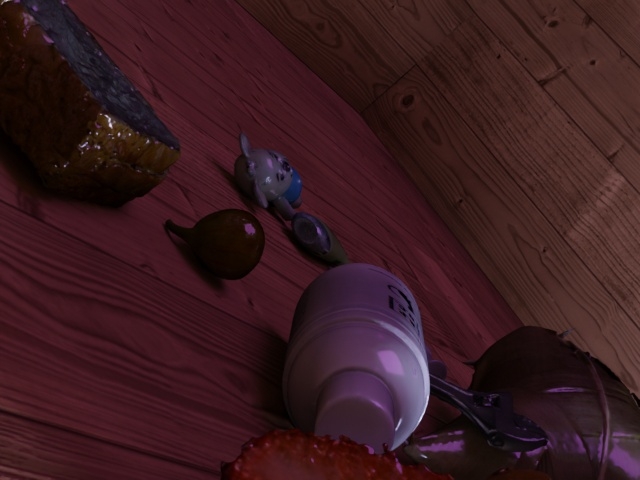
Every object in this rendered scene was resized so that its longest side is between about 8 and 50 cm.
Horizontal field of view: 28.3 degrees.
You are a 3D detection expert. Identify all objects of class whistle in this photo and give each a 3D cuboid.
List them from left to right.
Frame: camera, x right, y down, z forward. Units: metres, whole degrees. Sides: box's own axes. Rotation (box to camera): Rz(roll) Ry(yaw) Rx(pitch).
[{"bbox_3d":[-0.064,-0.085,1.847,0.236,0.077,0.114,29,42,-72],"label":"whistle"}]

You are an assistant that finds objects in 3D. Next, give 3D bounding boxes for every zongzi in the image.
[{"bbox_3d":[0.223,0.191,1.671,0.467,0.218,0.500,32,15,-30],"label":"zongzi"}]

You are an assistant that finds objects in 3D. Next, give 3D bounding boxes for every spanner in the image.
[{"bbox_3d":[0.113,0.158,1.458,0.325,0.026,0.093,25,28,19],"label":"spanner"}]

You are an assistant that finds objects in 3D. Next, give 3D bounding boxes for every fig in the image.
[{"bbox_3d":[-0.107,0.001,1.335,0.098,0.082,0.084,7,27,-31],"label":"fig"}]

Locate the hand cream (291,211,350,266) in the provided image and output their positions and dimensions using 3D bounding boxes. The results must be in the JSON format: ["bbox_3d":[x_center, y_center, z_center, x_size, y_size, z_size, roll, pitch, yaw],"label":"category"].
[{"bbox_3d":[0.000,0.000,1.893,0.095,0.046,0.175,51,3,16],"label":"hand cream"}]

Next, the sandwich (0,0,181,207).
[{"bbox_3d":[-0.264,-0.169,1.196,0.301,0.099,0.271,50,9,9],"label":"sandwich"}]

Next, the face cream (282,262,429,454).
[{"bbox_3d":[0.036,0.133,1.226,0.145,0.145,0.369,48,9,-9],"label":"face cream"}]

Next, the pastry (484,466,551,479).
[{"bbox_3d":[0.169,0.334,0.998,0.255,0.162,0.311,56,16,-27],"label":"pastry"}]

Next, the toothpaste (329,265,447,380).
[{"bbox_3d":[0.093,0.126,1.821,0.096,0.061,0.266,40,6,-38],"label":"toothpaste"}]

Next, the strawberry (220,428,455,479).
[{"bbox_3d":[0.051,0.245,0.859,0.286,0.188,0.106,37,-30,30],"label":"strawberry"}]
